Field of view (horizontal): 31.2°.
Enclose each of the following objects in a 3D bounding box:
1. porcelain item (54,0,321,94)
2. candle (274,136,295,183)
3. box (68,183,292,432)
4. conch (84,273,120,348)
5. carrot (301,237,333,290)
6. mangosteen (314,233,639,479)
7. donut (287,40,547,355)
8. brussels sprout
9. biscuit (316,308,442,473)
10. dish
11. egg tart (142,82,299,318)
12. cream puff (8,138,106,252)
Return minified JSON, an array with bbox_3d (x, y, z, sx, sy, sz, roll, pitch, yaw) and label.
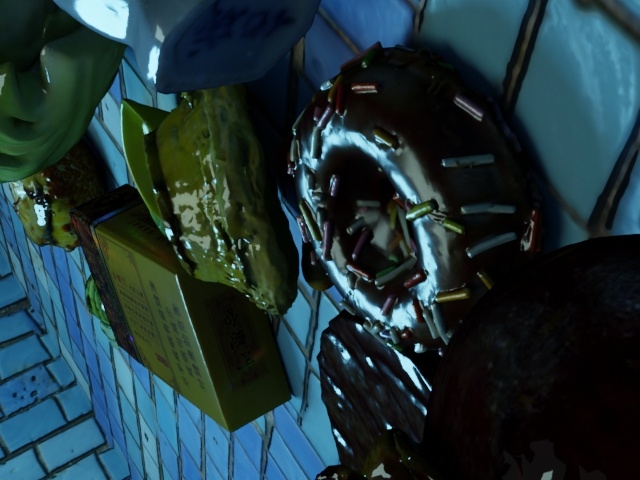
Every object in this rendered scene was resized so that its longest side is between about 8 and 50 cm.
[{"bbox_3d":[-0.176,-0.321,1.008,0.405,0.242,0.178,55,132,17],"label":"porcelain item"},{"bbox_3d":[-0.009,-0.077,1.150,0.130,0.052,0.052,20,132,62],"label":"candle"},{"bbox_3d":[-0.220,0.085,1.701,0.415,0.115,0.264,22,134,56],"label":"box"},{"bbox_3d":[-0.331,0.113,2.000,0.187,0.124,0.181,34,151,32],"label":"conch"},{"bbox_3d":[0.000,0.000,1.172,0.043,0.043,0.248,57,169,17],"label":"carrot"},{"bbox_3d":[0.176,0.148,0.656,0.297,0.293,0.297,21,128,29],"label":"mangosteen"},{"bbox_3d":[0.069,-0.027,0.938,0.269,0.103,0.270,40,144,37],"label":"donut"},{"bbox_3d":[-0.431,-0.273,1.510,0.425,0.342,0.361,58,161,22],"label":"brussels sprout"},{"bbox_3d":[0.128,0.238,1.137,0.407,0.091,0.407,53,158,33],"label":"biscuit"},{"bbox_3d":[-0.190,-0.099,1.501,0.148,0.080,0.208,-9,105,64],"label":"dish"},{"bbox_3d":[-0.106,-0.054,1.200,0.294,0.123,0.294,-15,-90,-89],"label":"egg tart"},{"bbox_3d":[-0.470,-0.098,2.036,0.240,0.163,0.240,32,127,56],"label":"cream puff"}]
